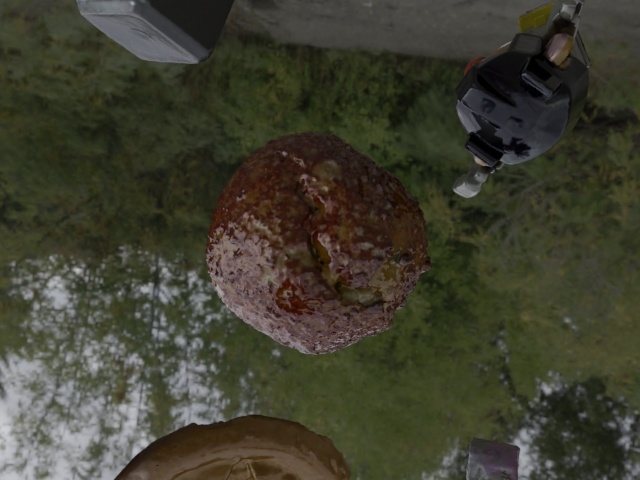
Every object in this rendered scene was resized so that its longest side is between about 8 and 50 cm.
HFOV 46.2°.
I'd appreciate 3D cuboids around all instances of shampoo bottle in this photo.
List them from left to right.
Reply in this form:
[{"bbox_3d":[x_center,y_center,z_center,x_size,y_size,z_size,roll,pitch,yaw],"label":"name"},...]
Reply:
[{"bbox_3d":[-0.083,-0.252,0.534,0.080,0.246,0.079,14,170,37],"label":"shampoo bottle"}]

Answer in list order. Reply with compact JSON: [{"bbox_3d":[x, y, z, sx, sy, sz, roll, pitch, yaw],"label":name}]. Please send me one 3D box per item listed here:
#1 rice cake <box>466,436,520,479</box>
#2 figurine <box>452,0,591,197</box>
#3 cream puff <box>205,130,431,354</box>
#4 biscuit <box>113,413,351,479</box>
[{"bbox_3d":[0.198,0.432,0.873,0.070,0.398,0.064,1,157,11],"label":"rice cake"},{"bbox_3d":[0.252,-0.187,0.919,0.143,0.308,0.308,12,-174,16],"label":"figurine"},{"bbox_3d":[0.000,0.001,0.790,0.240,0.239,0.164,7,165,-17],"label":"cream puff"},{"bbox_3d":[-0.092,0.215,0.605,0.224,0.144,0.033,-33,-155,-1],"label":"biscuit"}]
